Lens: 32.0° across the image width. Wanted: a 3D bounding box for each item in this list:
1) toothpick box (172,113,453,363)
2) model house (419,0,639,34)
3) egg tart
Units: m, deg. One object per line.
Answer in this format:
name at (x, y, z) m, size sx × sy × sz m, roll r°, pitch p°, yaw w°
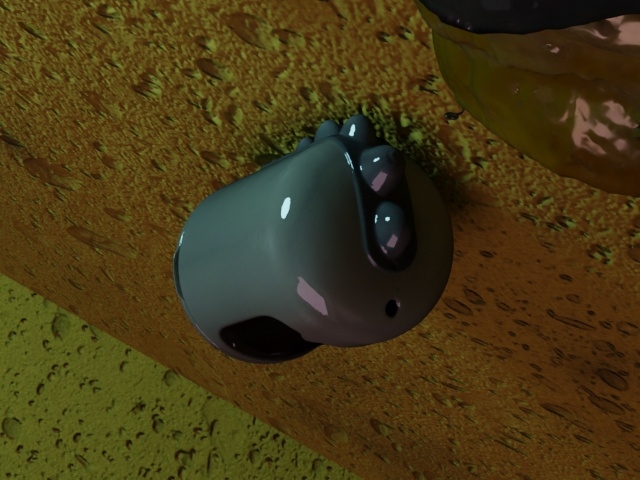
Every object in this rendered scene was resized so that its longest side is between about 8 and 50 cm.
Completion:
toothpick box at (0.000, 0.000, 1.133) m, size 0.229 × 0.229 × 0.316 m, roll 38°, pitch 154°, yaw -17°
model house at (0.100, -0.270, 0.388) m, size 0.190 × 0.271 × 0.300 m, roll -6°, pitch 139°, yaw -3°
egg tart at (0.166, -0.103, 0.589) m, size 0.319 × 0.319 × 0.128 m, roll 25°, pitch 115°, yaw 14°
